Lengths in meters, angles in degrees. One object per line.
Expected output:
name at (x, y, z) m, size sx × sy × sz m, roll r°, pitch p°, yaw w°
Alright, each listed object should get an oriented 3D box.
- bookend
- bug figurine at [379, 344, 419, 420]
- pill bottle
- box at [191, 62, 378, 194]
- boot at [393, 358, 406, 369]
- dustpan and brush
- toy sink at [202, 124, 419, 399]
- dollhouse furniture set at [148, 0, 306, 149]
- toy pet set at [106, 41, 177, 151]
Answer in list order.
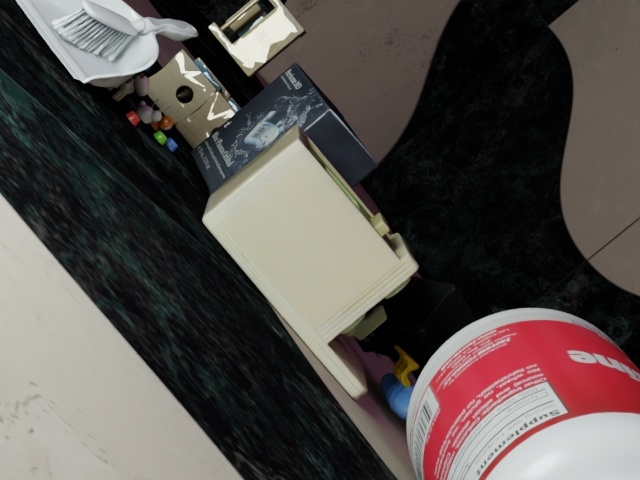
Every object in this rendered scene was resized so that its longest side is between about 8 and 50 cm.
bookend at (0.103, 0.114, 1.835) m, size 0.157 × 0.072 × 0.156 m, roll 11°, pitch -37°, yaw 46°
bug figurine at (0.162, 0.234, 1.732) m, size 0.279 × 0.072 × 0.216 m, roll 44°, pitch 0°, yaw -13°
pill bottle at (0.214, 0.221, 1.405) m, size 0.229 × 0.229 × 0.407 m, roll 49°, pitch 5°, yaw -17°
box at (-0.042, -0.088, 1.816) m, size 0.093 × 0.158 × 0.156 m, roll 48°, pitch 5°, yaw -28°
boot at (0.120, 0.130, 2.241) m, size 0.198 × 0.077 × 0.137 m, roll 23°, pitch 30°, yaw -51°
dustpan and brush at (-0.191, -0.204, 1.629) m, size 0.147 × 0.060 × 0.211 m, roll 52°, pitch 18°, yaw 21°
toy sink at (0.009, 0.016, 1.652) m, size 0.234 × 0.131 × 0.153 m, roll 50°, pitch 5°, yaw -8°
dollhouse furniture set at (-0.089, -0.187, 1.968) m, size 0.129 × 0.184 × 0.129 m, roll 51°, pitch 5°, yaw 2°
toy pet set at (-0.176, -0.164, 1.709) m, size 0.114 × 0.065 × 0.122 m, roll 52°, pitch 5°, yaw 17°
